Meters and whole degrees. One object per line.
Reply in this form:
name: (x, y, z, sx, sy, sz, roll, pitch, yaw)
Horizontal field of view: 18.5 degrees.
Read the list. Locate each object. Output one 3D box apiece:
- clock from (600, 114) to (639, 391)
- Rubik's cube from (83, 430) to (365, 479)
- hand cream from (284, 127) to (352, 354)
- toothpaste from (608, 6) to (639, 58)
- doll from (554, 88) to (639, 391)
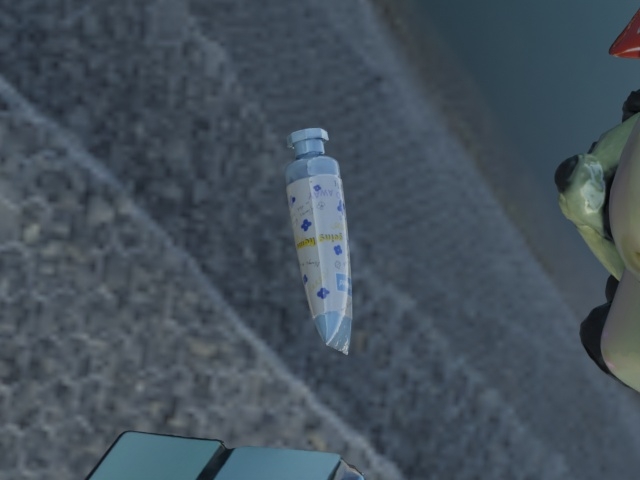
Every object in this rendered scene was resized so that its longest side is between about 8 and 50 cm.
clock: (0.202, 0.029, 0.442, 0.309, 0.284, 0.114, 112, -1, -82)
Rubik's cube: (-0.066, 0.238, 1.180, 0.167, 0.180, 0.183, -54, 140, -46)
hand cream: (0.000, 0.000, 1.497, 0.065, 0.043, 0.171, 30, 51, -71)
toothpaste: (0.189, -0.098, 0.881, 0.045, 0.193, 0.071, 35, 92, -23)
doll: (0.212, 0.031, 0.957, 0.135, 0.234, 0.143, -54, 177, 13)
